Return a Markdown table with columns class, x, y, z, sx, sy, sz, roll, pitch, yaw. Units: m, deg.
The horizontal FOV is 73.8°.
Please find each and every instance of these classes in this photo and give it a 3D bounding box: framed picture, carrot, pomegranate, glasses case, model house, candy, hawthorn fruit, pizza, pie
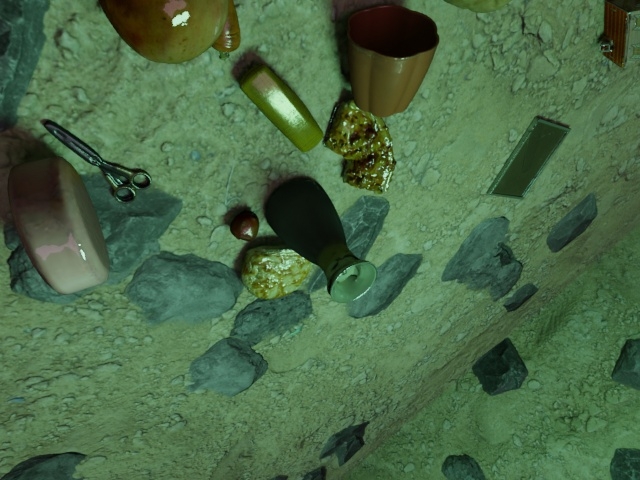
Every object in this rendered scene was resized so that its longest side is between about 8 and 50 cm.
| class | x | y | z | sx | sy | sz | roll | pitch | yaw |
| --- | --- | --- | --- | --- | --- | --- | --- | --- | --- |
| framed picture | 0.722 | -0.274 | 1.479 | 0.212 | 0.020 | 0.289 | 1 | 127 | -34 |
| carrot | -0.179 | -0.437 | 0.717 | 0.061 | 0.061 | 0.256 | -19 | 131 | -18 |
| pomegranate | -0.236 | -0.367 | 0.643 | 0.191 | 0.191 | 0.191 | -18 | 135 | -19 |
| glasses case | -0.075 | -0.280 | 0.915 | 0.079 | 0.064 | 0.234 | -42 | 138 | 9 |
| model house | 0.901 | -0.634 | 1.211 | 0.294 | 0.154 | 0.206 | 46 | 63 | -48 |
| candy | -0.460 | -0.022 | 0.768 | 0.095 | 0.255 | 0.255 | -19 | 135 | -19 |
| hawthorn fruit | -0.188 | -0.037 | 1.061 | 0.077 | 0.077 | 0.077 | -18 | 135 | -19 |
| pizza | 0.112 | -0.221 | 1.077 | 0.161 | 0.085 | 0.305 | -33 | 137 | -2 |
| pie | -0.122 | 0.079 | 1.195 | 0.205 | 0.084 | 0.178 | -5 | 129 | -27 |

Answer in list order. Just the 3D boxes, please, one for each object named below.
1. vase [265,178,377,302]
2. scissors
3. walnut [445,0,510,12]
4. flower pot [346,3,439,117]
| class | x | y | z | sx | sy | sz | roll | pitch | yaw |
| --- | --- | --- | --- | --- | --- | --- | --- | --- | --- |
| vase | 0.000 | 0.000 | 1.027 | 0.174 | 0.321 | 0.173 | -17 | 135 | -19 |
| scissors | -0.434 | -0.154 | 0.831 | 0.088 | 0.017 | 0.220 | -39 | 138 | 4 |
| walnut | 0.316 | -0.551 | 0.790 | 0.225 | 0.261 | 0.224 | -3 | 100 | -17 |
| flower pot | 0.139 | -0.367 | 0.902 | 0.191 | 0.190 | 0.173 | -21 | 148 | -16 |
